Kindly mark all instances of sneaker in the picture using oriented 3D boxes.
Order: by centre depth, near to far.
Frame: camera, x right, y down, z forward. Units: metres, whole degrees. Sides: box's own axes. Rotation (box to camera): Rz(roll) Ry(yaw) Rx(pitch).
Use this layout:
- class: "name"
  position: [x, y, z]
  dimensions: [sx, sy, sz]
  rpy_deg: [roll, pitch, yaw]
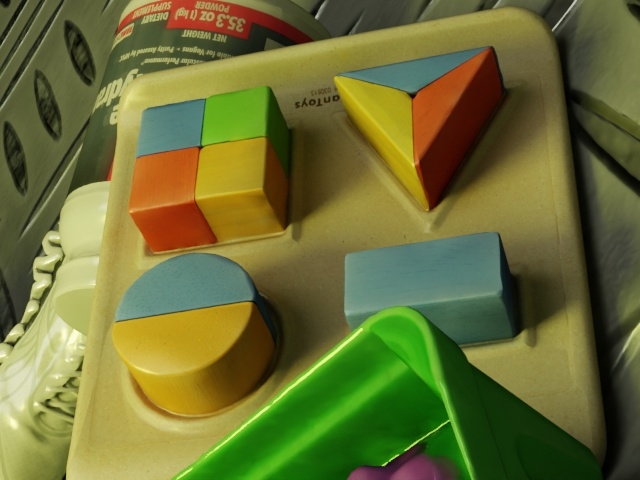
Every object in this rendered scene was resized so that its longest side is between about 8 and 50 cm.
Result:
- class: "sneaker"
  position: [-0.235, 0.109, 1.290]
  dimensions: [0.118, 0.110, 0.292]
  rpy_deg: [-3, 65, 46]

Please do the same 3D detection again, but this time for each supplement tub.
- class: "supplement tub"
  position: [-0.097, -0.053, 1.105]
  dimensions: [0.191, 0.191, 0.272]
  rpy_deg: [-19, 52, 50]

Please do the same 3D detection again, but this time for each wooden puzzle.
- class: "wooden puzzle"
  position: [0.000, 0.000, 0.873]
  dimensions: [0.322, 0.080, 0.348]
  rpy_deg: [-9, 55, 12]

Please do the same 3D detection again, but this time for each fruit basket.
- class: "fruit basket"
  position: [-0.054, 0.226, 0.649]
  dimensions: [0.392, 0.392, 0.283]
  rpy_deg: [-42, 48, 33]
